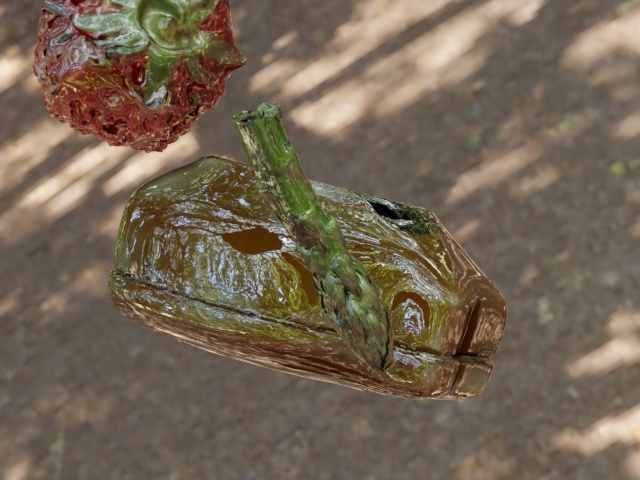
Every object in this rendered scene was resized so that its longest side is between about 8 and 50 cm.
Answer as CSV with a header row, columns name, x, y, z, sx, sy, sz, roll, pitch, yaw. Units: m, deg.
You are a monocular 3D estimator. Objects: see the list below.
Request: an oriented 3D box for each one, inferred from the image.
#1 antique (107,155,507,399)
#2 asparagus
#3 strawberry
name,x,y,z,sx,sy,sz,roll,pitch,yaw
antique,-0.013,0.023,1.222,0.278,0.223,0.129,15,92,31
asparagus,0.000,0.000,0.988,0.036,0.165,0.030,-23,12,29
strawberry,-0.167,-0.162,1.601,0.184,0.187,0.201,-6,-17,-16
